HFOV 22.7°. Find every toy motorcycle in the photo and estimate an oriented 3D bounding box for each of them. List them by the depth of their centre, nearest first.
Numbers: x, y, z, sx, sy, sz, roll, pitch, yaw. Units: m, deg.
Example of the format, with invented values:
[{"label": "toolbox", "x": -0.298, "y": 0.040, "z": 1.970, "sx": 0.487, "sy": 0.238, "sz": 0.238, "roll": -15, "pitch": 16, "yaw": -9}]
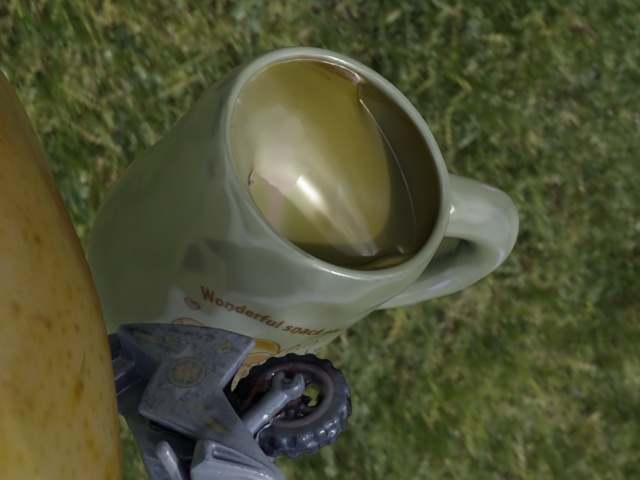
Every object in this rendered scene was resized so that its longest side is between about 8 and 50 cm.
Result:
[{"label": "toy motorcycle", "x": -0.093, "y": 0.103, "z": 0.886, "sx": 0.215, "sy": 0.122, "sz": 0.080, "roll": 7, "pitch": 134, "yaw": 18}]

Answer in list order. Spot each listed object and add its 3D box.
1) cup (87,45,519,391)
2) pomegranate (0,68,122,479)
[{"label": "cup", "x": -0.011, "y": -0.017, "z": 1.037, "sx": 0.255, "sy": 0.173, "sz": 0.202, "roll": -21, "pitch": 168, "yaw": -40}, {"label": "pomegranate", "x": -0.275, "y": 0.057, "z": 0.516, "sx": 0.416, "sy": 0.417, "sz": 0.417, "roll": -12, "pitch": 129, "yaw": -15}]
